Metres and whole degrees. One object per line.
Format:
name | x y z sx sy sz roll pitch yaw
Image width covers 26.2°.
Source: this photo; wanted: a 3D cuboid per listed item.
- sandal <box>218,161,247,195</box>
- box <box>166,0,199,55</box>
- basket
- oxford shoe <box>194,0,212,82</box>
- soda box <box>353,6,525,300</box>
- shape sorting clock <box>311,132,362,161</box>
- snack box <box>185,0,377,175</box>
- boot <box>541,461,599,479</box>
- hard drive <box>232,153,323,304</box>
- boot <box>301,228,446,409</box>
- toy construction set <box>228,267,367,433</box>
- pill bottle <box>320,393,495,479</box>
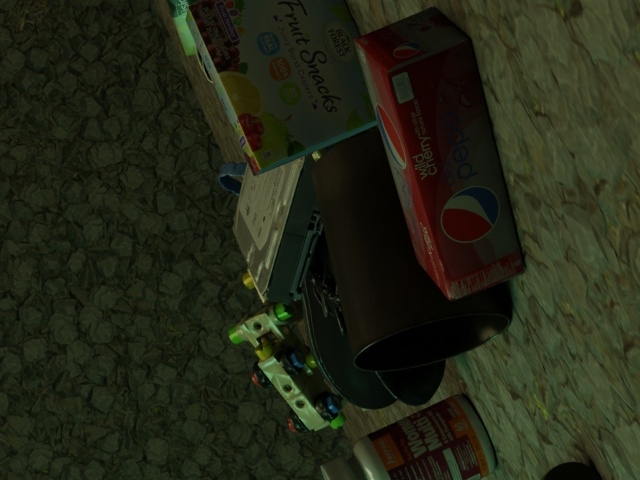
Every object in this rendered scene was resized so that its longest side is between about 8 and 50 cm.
sandal | -0.090 -0.062 2.594 0.317 0.138 0.126 61 169 28
box | -0.260 -0.521 2.438 0.232 0.058 0.322 -95 -12 -52
basket | 0.085 0.007 1.478 0.204 0.154 0.227 6 -120 -49
oxford shoe | -0.106 -0.264 1.847 0.140 0.146 0.397 39 173 13
soda box | 0.113 -0.076 1.283 0.092 0.083 0.263 -125 14 -56
shape sorting clock | -0.004 -0.159 1.753 0.206 0.040 0.206 47 -154 -31
snack box | -0.037 -0.204 1.599 0.070 0.174 0.207 156 92 -80
boot | 0.282 0.365 1.473 0.269 0.089 0.236 87 171 -68
hard drive | -0.059 -0.069 2.079 0.339 0.064 0.237 -122 46 -67
boot | 0.090 0.140 1.985 0.367 0.146 0.445 67 169 -16
toy construction set | -0.019 0.191 2.294 0.327 0.151 0.215 40 -150 -10
pill bottle | 0.120 0.309 1.896 0.121 0.221 0.121 156 90 -82
